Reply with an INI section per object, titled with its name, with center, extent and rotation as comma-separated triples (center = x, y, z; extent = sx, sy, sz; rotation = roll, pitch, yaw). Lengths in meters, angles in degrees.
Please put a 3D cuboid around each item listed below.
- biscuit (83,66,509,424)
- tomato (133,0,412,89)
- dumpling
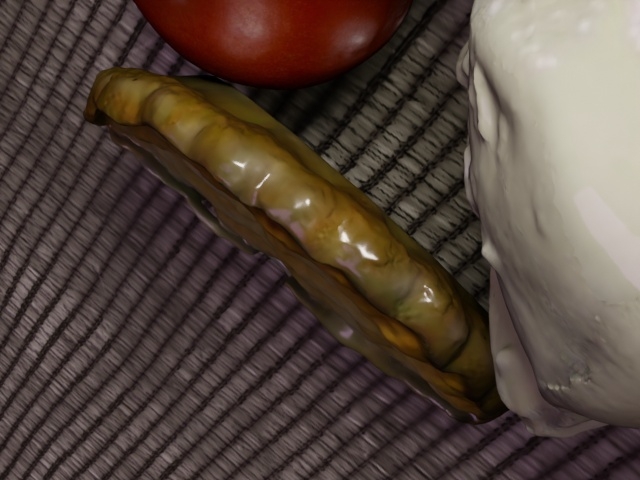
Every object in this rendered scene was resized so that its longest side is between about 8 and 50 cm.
[biscuit]
center = 0.000, 0.000, 1.159
extent = 0.335, 0.078, 0.329
rotation = 41, 176, -28
[tomato]
center = -0.038, -0.178, 1.082
extent = 0.195, 0.136, 0.195
rotation = 32, 138, 33
[dumpling]
center = 0.170, -0.069, 0.891
extent = 0.395, 0.233, 0.315
rotation = 118, 148, -58
